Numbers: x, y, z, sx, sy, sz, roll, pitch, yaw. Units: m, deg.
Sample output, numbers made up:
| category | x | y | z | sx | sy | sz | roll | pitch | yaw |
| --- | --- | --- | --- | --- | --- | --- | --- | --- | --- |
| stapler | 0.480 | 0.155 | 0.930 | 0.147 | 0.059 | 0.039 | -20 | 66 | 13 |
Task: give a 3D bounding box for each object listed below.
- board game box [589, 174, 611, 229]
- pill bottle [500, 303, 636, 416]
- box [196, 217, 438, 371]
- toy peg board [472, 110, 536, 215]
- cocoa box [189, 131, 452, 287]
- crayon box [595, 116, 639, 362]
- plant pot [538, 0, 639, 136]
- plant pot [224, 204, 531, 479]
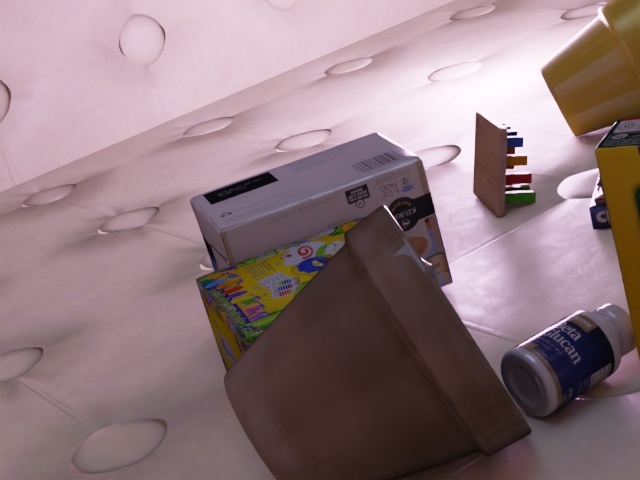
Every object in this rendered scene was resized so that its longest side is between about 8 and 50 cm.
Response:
| category | x | y | z | sx | sy | sz | roll | pitch | yaw |
| --- | --- | --- | --- | --- | --- | --- | --- | --- | --- |
| board game box | 0.554 | -0.094 | 2.126 | 0.165 | 0.042 | 0.243 | -8 | 21 | 22 |
| pill bottle | 0.320 | 0.146 | 1.585 | 0.169 | 0.094 | 0.094 | -27 | 22 | -26 |
| box | 0.004 | 0.120 | 1.786 | 0.279 | 0.177 | 0.290 | -21 | 19 | -11 |
| toy peg board | 0.340 | -0.144 | 2.285 | 0.079 | 0.161 | 0.161 | -3 | 18 | -9 |
| cocoa box | 0.000 | 0.000 | 2.037 | 0.347 | 0.228 | 0.231 | -20 | 20 | -11 |
| crayon box | 0.538 | 0.002 | 1.471 | 0.363 | 0.313 | 0.106 | -2 | 26 | 34 |
| plant pot | 0.579 | -0.334 | 2.498 | 0.239 | 0.254 | 0.254 | -28 | 16 | 14 |
| plant pot | 0.051 | 0.167 | 1.504 | 0.280 | 0.323 | 0.323 | -34 | 19 | 4 |
